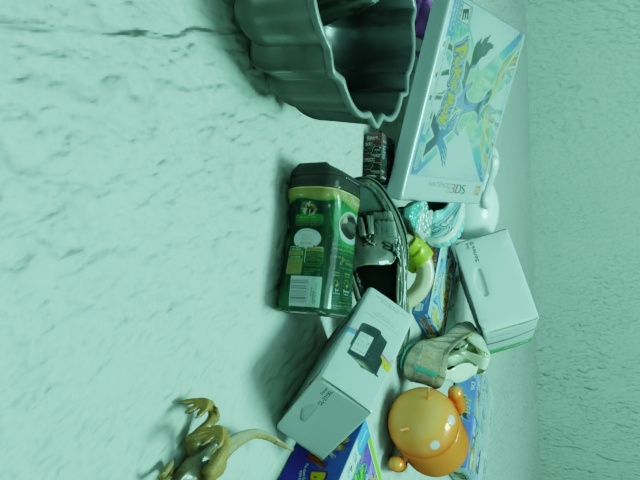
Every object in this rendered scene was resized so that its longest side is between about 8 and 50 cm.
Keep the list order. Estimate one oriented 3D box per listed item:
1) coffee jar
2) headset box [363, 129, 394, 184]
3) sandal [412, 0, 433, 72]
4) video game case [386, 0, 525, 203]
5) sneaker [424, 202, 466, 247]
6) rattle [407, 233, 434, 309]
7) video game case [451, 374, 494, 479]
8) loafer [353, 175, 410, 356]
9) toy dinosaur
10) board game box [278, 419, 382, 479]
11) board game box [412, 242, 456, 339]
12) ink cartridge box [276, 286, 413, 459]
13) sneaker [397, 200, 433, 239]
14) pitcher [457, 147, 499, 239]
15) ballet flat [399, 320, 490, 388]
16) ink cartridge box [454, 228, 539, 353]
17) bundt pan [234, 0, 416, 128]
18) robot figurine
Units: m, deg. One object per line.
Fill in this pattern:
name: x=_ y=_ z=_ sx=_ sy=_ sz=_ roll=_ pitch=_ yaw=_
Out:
coffee jar: x=0.000 y=0.000 z=0.764 sx=0.096 sy=0.079 sz=0.184 roll=21 pitch=72 yaw=-62
headset box: x=0.096 y=-0.135 z=1.013 sx=0.062 sy=0.032 sz=0.083 roll=11 pitch=82 yaw=-64
sandal: x=0.187 y=-0.403 z=1.117 sx=0.416 sy=0.102 sz=0.169 roll=-1 pitch=92 yaw=-64
video game case: x=0.243 y=-0.227 z=1.081 sx=0.300 sy=0.036 sz=0.328 roll=-2 pitch=109 yaw=-52
sneaker: x=0.253 y=-0.134 z=1.257 sx=0.122 sy=0.110 sz=0.282 roll=42 pitch=53 yaw=-53
rattle: x=0.092 y=0.079 z=1.015 sx=0.130 sy=0.143 sz=0.199 roll=14 pitch=94 yaw=-31
video game case: x=0.380 y=0.472 z=1.579 sx=0.244 sy=0.061 sz=0.269 roll=60 pitch=39 yaw=-49
loafer: x=0.081 y=0.043 z=0.880 sx=0.084 sy=0.096 sz=0.267 roll=-60 pitch=139 yaw=-76
toy dinosaur: x=-0.104 y=0.205 z=0.595 sx=0.211 sy=0.064 sz=0.112 roll=-29 pitch=135 yaw=-51
board game box: x=-0.014 y=0.416 z=0.744 sx=0.347 sy=0.078 sz=0.233 roll=-55 pitch=138 yaw=-50
board game box: x=0.244 y=0.097 z=1.320 sx=0.136 sy=0.035 sz=0.201 roll=57 pitch=42 yaw=-49
ink cartridge box: x=0.032 y=0.162 z=0.774 sx=0.127 sy=0.072 sz=0.175 roll=-56 pitch=179 yaw=40
sneaker: x=0.147 y=-0.033 z=1.065 sx=0.166 sy=0.076 sz=0.064 roll=27 pitch=70 yaw=-73
pitcher: x=0.340 y=-0.106 z=1.376 sx=0.178 sy=0.126 sz=0.207 roll=-166 pitch=-109 yaw=-75
ballet flat: x=0.274 y=0.236 z=1.247 sx=0.316 sy=0.106 sz=0.107 roll=-9 pitch=112 yaw=-53
ink cartridge box: x=0.395 y=0.125 z=1.414 sx=0.289 sy=0.122 sz=0.211 roll=50 pitch=24 yaw=-67
bundt pan: x=0.004 y=-0.293 z=0.718 sx=0.331 sy=0.124 sz=0.330 roll=1 pitch=90 yaw=-64
robot figurine: x=0.192 y=0.343 z=1.114 sx=0.219 sy=0.158 sz=0.128 roll=60 pitch=18 yaw=-48
